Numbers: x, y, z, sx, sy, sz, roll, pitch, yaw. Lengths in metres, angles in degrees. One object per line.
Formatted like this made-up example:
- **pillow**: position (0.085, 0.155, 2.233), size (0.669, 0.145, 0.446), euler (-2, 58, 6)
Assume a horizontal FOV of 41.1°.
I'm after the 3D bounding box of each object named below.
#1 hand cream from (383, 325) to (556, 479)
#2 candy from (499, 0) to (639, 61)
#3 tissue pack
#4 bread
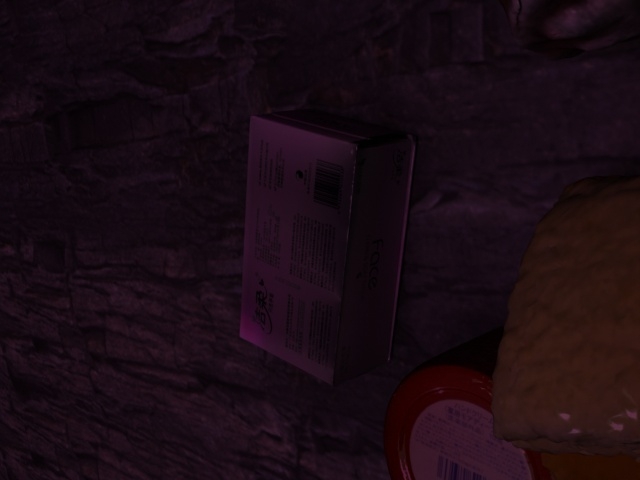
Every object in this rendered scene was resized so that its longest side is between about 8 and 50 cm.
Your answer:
- **hand cream**: position (0.159, 0.175, 0.733), size (0.193, 0.125, 0.193), euler (13, 108, 44)
- **candy**: position (0.215, -0.230, 0.492), size (0.289, 0.214, 0.157), euler (-35, 71, 44)
- **tissue pack**: position (0.000, 0.000, 0.864), size (0.148, 0.092, 0.246), euler (22, 116, 39)
- **bread**: position (0.300, 0.043, 0.492), size (0.375, 0.165, 0.237), euler (-6, 53, 48)
